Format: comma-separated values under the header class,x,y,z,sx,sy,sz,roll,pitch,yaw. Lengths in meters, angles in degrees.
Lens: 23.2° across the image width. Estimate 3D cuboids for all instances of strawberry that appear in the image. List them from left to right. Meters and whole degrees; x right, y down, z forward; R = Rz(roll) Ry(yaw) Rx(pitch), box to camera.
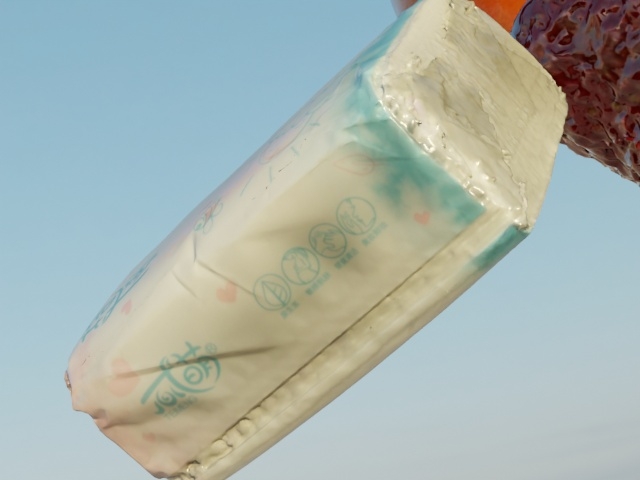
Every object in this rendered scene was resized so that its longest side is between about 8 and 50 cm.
class,x,y,z,sx,sy,sz,roll,pitch,yaw
strawberry,0.277,-0.124,0.988,0.261,0.257,0.261,-28,-41,-27

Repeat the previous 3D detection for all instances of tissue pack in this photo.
class,x,y,z,sx,sy,sz,roll,pitch,yaw
tissue pack,0.001,-0.001,0.866,0.271,0.124,0.201,-43,4,28

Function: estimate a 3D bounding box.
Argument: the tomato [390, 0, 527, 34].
class,x,y,z,sx,sy,sz,roll,pitch,yaw
tomato,0.179,-0.253,1.386,0.256,0.256,0.224,-4,-3,-22
